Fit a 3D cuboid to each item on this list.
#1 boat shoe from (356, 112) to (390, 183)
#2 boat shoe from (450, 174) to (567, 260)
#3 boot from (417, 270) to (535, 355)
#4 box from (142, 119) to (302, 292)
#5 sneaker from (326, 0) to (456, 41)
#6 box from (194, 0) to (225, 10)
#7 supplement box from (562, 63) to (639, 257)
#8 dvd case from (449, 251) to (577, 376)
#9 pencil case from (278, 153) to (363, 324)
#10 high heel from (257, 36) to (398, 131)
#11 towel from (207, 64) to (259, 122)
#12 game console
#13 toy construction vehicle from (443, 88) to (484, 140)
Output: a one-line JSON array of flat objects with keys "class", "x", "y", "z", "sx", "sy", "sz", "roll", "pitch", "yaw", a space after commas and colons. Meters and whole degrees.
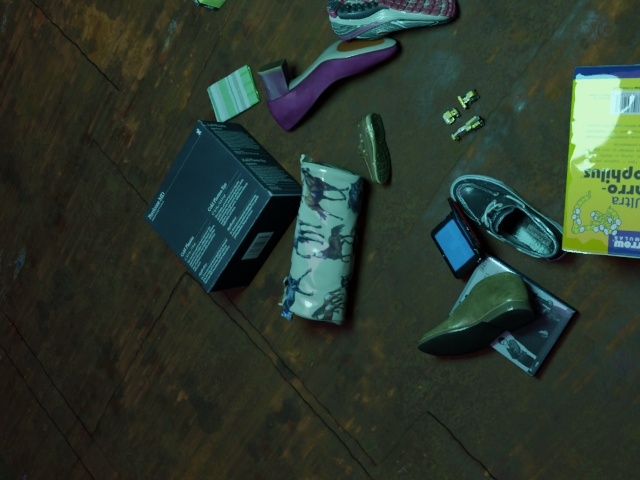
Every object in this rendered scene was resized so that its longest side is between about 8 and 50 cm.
[{"class": "boat shoe", "x": 0.127, "y": -0.220, "z": 1.954, "sx": 0.060, "sy": 0.064, "sz": 0.178, "roll": -17, "pitch": 78, "yaw": 39}, {"class": "boat shoe", "x": 0.402, "y": -0.052, "z": 1.752, "sx": 0.301, "sy": 0.102, "sz": 0.108, "roll": 39, "pitch": 113, "yaw": 26}, {"class": "boot", "x": 0.344, "y": 0.172, "z": 1.796, "sx": 0.305, "sy": 0.112, "sz": 0.115, "roll": -33, "pitch": 45, "yaw": 37}, {"class": "box", "x": -0.259, "y": -0.094, "z": 2.147, "sx": 0.312, "sy": 0.179, "sz": 0.343, "roll": 46, "pitch": 116, "yaw": 22}, {"class": "sneaker", "x": 0.170, "y": -0.533, "z": 1.872, "sx": 0.299, "sy": 0.112, "sz": 0.121, "roll": 3, "pitch": 56, "yaw": 17}, {"class": "box", "x": -0.250, "y": -0.727, "z": 2.155, "sx": 0.232, "sy": 0.087, "sz": 0.058, "roll": -41, "pitch": 71, "yaw": 30}, {"class": "supplement box", "x": 0.603, "y": -0.152, "z": 1.556, "sx": 0.195, "sy": 0.194, "sz": 0.357, "roll": 6, "pitch": 96, "yaw": 33}, {"class": "dvd case", "x": 0.428, "y": 0.163, "z": 1.795, "sx": 0.238, "sy": 0.029, "sz": 0.179, "roll": 37, "pitch": 112, "yaw": 27}, {"class": "pencil case", "x": 0.000, "y": 0.000, "z": 1.992, "sx": 0.183, "sy": 0.160, "sz": 0.411, "roll": 11, "pitch": 100, "yaw": 18}, {"class": "high heel", "x": 0.034, "y": -0.394, "z": 2.006, "sx": 0.377, "sy": 0.127, "sz": 0.181, "roll": -7, "pitch": 124, "yaw": 27}, {"class": "towel", "x": -0.239, "y": -0.403, "z": 2.212, "sx": 0.152, "sy": 0.023, "sz": 0.113, "roll": -22, "pitch": 83, "yaw": 31}, {"class": "game console", "x": 0.305, "y": -0.004, "z": 1.818, "sx": 0.085, "sy": 0.124, "sz": 0.144, "roll": -30, "pitch": 61, "yaw": 6}, {"class": "toy construction vehicle", "x": 0.328, "y": -0.288, "z": 1.827, "sx": 0.098, "sy": 0.035, "sz": 0.086, "roll": -34, "pitch": 75, "yaw": 31}]
